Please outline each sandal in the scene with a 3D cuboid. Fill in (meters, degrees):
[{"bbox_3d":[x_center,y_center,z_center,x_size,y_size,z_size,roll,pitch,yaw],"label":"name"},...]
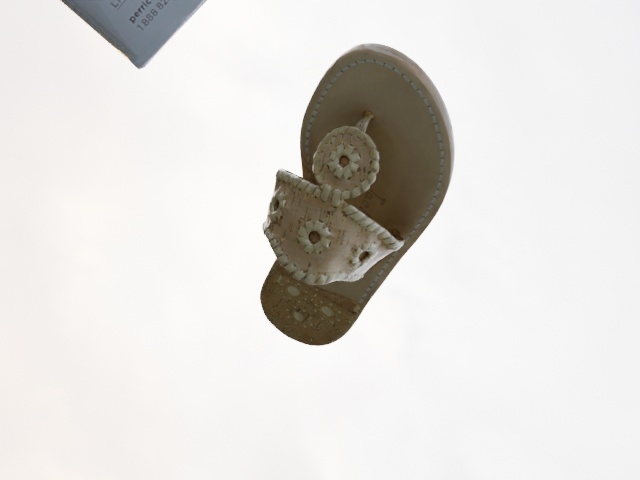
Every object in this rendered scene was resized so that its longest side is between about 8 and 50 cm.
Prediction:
[{"bbox_3d":[0.006,0.003,1.011,0.088,0.079,0.240,27,-38,4],"label":"sandal"}]

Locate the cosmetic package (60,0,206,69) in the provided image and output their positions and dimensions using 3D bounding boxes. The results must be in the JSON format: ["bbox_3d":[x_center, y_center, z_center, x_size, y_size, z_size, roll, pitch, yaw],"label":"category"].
[{"bbox_3d":[-0.148,-0.211,0.728,0.284,0.097,0.377,43,5,-12],"label":"cosmetic package"}]
